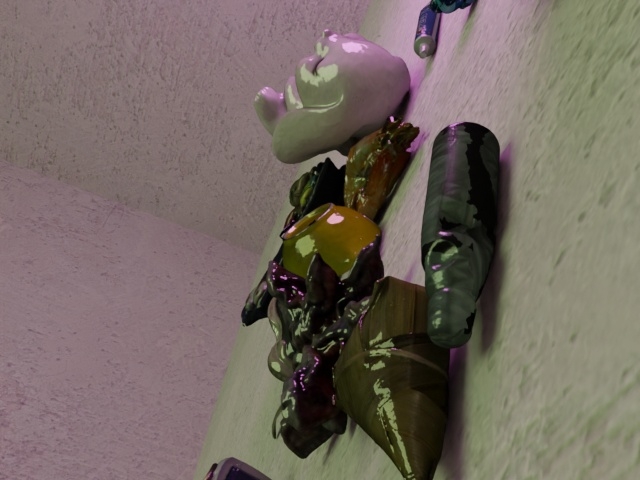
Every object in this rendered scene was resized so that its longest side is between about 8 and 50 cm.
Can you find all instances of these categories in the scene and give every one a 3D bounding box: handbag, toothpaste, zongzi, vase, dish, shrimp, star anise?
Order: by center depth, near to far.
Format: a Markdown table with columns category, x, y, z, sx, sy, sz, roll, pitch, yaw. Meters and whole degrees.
| category | x | y | z | sx | sy | sz | roll | pitch | yaw |
| --- | --- | --- | --- | --- | --- | --- | --- | --- | --- |
| zongzi | 0.051 | 0.139 | 0.583 | 0.160 | 0.079 | 0.176 | 109 | 168 | -48 |
| vase | 0.109 | -0.007 | 0.586 | 0.060 | 0.060 | 0.211 | 119 | 168 | -48 |
| star anise | 0.003 | 0.119 | 0.828 | 0.282 | 0.129 | 0.212 | 116 | 155 | -63 |
| dish | 0.000 | 0.000 | 1.040 | 0.149 | 0.080 | 0.208 | -39 | 11 | -14 |
| shrimp | 0.080 | -0.100 | 1.071 | 0.267 | 0.061 | 0.145 | 135 | 143 | -62 |
| toothpaste | 0.170 | -0.340 | 1.180 | 0.057 | 0.035 | 0.197 | -42 | 22 | 39 |
| handbag | -0.033 | 0.021 | 1.348 | 0.303 | 0.122 | 0.329 | 141 | 151 | -77 |

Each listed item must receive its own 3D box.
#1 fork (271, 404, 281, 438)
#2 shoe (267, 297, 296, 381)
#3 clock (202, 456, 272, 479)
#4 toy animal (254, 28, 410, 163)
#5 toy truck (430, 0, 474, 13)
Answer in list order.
| category | x | y | z | sx | sy | sz | roll | pitch | yaw |
| --- | --- | --- | --- | --- | --- | --- | --- | --- | --- |
| fork | -0.042 | 0.234 | 1.192 | 0.034 | 0.029 | 0.219 | -86 | 14 | -66 |
| shoe | -0.014 | 0.113 | 1.065 | 0.112 | 0.099 | 0.227 | -58 | 15 | 26 |
| clock | -0.148 | 0.422 | 0.968 | 0.243 | 0.147 | 0.199 | -64 | 3 | 11 |
| toy animal | 0.044 | -0.243 | 1.250 | 0.272 | 0.206 | 0.265 | -35 | 7 | -22 |
| toy truck | 0.184 | -0.345 | 0.986 | 0.056 | 0.090 | 0.073 | -177 | 63 | -82 |
